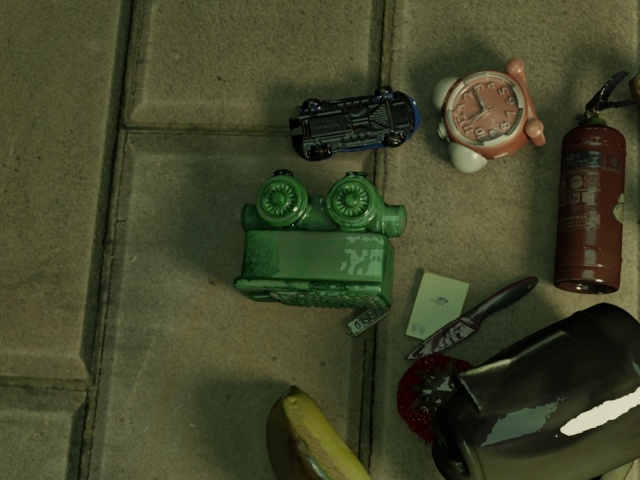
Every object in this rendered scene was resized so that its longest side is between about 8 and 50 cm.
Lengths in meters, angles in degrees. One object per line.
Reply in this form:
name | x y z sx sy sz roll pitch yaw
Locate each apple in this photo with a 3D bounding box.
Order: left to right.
apple | -0.006 0.346 1.642 0.120 0.193 0.265 -41 78 6

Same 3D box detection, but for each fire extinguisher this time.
fire extinguisher | 0.436 -0.094 1.726 0.102 0.138 0.343 15 75 -31

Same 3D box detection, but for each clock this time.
clock | 0.269 -0.199 1.799 0.162 0.093 0.165 -17 75 12

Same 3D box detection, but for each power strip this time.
power strip | 0.076 0.126 1.771 0.083 0.017 0.027 -35 73 -5

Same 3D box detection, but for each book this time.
book | 0.186 0.109 1.763 0.077 0.014 0.111 17 79 9

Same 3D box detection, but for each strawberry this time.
strawberry | 0.184 0.243 1.694 0.145 0.086 0.145 1 74 -3

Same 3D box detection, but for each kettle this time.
kettle | 0.318 0.285 1.592 0.324 0.228 0.320 -22 116 -12

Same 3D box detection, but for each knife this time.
knife | 0.239 0.126 1.744 0.247 0.018 0.035 -32 88 -6

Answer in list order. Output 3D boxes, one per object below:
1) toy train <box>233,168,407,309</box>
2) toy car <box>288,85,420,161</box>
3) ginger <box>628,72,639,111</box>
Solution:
toy train | 0.000 0.000 1.739 0.266 0.145 0.201 2 77 13
toy car | 0.056 -0.189 1.829 0.216 0.063 0.103 -9 76 -2
ginger | 0.557 -0.170 1.739 0.074 0.137 0.213 -34 75 42
